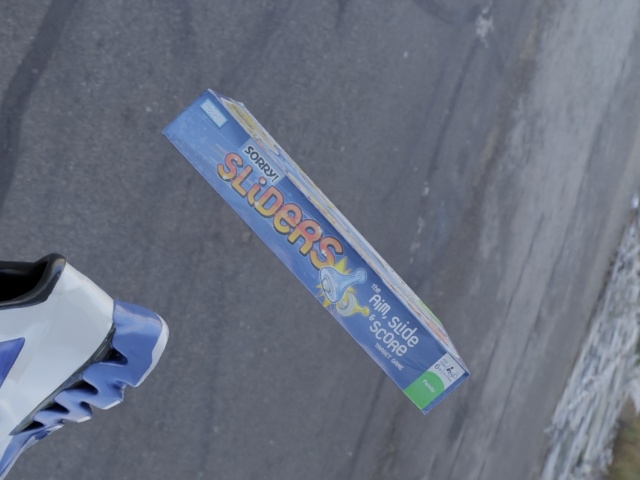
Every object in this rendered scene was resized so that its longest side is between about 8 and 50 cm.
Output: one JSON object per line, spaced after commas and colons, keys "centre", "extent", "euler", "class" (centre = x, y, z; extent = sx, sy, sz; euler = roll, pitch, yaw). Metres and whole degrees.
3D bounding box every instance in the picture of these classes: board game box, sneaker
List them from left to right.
{"centre": [-0.310, 0.111, 0.736], "extent": [0.315, 0.127, 0.182], "euler": [-37, 117, 4], "class": "sneaker"}
{"centre": [0.000, 0.000, 0.499], "extent": [0.035, 0.201, 0.136], "euler": [-42, -176, 6], "class": "board game box"}
